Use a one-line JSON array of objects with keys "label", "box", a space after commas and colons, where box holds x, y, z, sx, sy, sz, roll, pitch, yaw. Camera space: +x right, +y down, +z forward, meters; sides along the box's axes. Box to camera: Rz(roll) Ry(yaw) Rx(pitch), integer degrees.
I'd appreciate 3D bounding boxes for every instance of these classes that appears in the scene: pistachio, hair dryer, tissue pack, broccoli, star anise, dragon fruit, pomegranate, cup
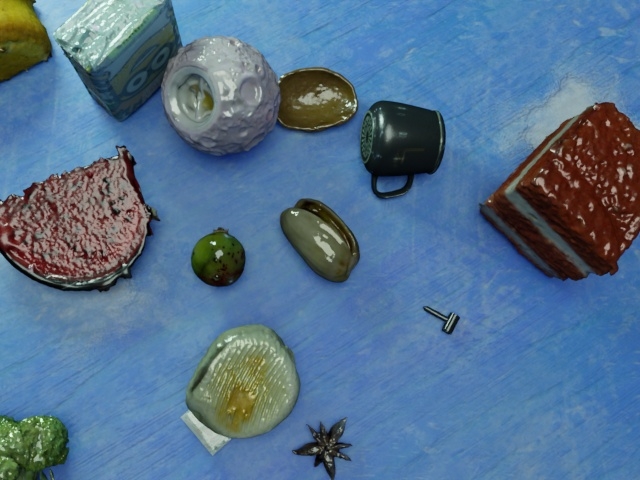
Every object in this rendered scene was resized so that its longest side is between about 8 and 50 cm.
[{"label": "pistachio", "box": [0.000, 0.000, 1.624, 0.206, 0.131, 0.129, 47, 34, 9]}, {"label": "hair dryer", "box": [0.268, 0.173, 1.659, 0.083, 0.026, 0.047, 30, 77, 4]}, {"label": "tissue pack", "box": [-0.243, 0.399, 1.568, 0.056, 0.023, 0.108, -41, 85, -11]}, {"label": "tissue pack", "box": [-0.411, -0.405, 1.554, 0.128, 0.311, 0.228, 42, 79, 3]}, {"label": "broccoli", "box": [-0.639, 0.484, 1.432, 0.254, 0.186, 0.302, 11, 72, -13]}, {"label": "star anise", "box": [0.020, 0.430, 1.570, 0.124, 0.056, 0.129, 37, 79, 3]}, {"label": "dragon fruit", "box": [-0.517, -0.014, 1.579, 0.344, 0.100, 0.282, -21, 84, -6]}, {"label": "pomegranate", "box": [-0.216, 0.037, 1.590, 0.130, 0.130, 0.130, 1, 79, -5]}, {"label": "cup", "box": [0.182, -0.203, 1.666, 0.177, 0.169, 0.223, 0, 114, -13]}]

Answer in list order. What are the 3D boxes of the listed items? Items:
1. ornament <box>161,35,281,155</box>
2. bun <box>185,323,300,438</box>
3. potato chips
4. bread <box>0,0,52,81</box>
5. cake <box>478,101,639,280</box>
[{"label": "ornament", "box": [-0.207, -0.311, 1.593, 0.260, 0.225, 0.259, 8, 107, 28]}, {"label": "bun", "box": [-0.162, 0.284, 1.536, 0.244, 0.153, 0.243, -2, 98, -14]}, {"label": "potato chips", "box": [-0.017, -0.325, 1.711, 0.202, 0.049, 0.150, -13, 85, -9]}, {"label": "bread", "box": [-0.769, -0.438, 1.594, 0.340, 0.179, 0.194, -30, 84, -10]}, {"label": "cake", "box": [0.549, -0.094, 1.587, 0.270, 0.319, 0.269, 45, 77, -2]}]
